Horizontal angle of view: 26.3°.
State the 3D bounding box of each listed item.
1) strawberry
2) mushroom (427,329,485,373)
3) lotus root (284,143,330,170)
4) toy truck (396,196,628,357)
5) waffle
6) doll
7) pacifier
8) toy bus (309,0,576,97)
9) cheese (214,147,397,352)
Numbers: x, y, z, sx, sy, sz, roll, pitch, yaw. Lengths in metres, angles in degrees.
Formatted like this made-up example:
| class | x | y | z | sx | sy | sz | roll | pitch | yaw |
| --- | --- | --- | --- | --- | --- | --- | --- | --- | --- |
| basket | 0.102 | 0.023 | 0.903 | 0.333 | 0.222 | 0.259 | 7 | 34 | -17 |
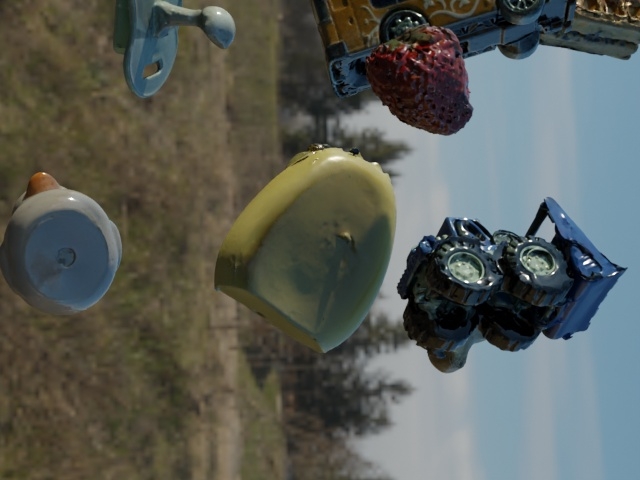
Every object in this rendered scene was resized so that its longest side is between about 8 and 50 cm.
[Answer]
| class | x | y | z | sx | sy | sz | roll | pitch | yaw |
| --- | --- | --- | --- | --- | --- | --- | --- | --- | --- |
| strawberry | 0.085 | -0.128 | 1.108 | 0.096 | 0.083 | 0.083 | 50 | 0 | -4 |
| mushroom | 0.245 | 0.134 | 2.067 | 0.054 | 0.202 | 0.059 | 59 | -28 | -3 |
| lotus root | -0.027 | -0.089 | 2.261 | 0.090 | 0.077 | 0.183 | 73 | 25 | -46 |
| toy truck | 0.185 | 0.035 | 1.369 | 0.113 | 0.208 | 0.126 | 112 | -28 | -47 |
| waffle | 0.376 | -0.434 | 2.066 | 0.091 | 0.213 | 0.308 | -42 | -129 | 51 |
| doll | -0.467 | 0.005 | 2.411 | 0.221 | 0.221 | 0.251 | -102 | 179 | -79 |
| pacifier | -0.132 | -0.204 | 1.284 | 0.127 | 0.117 | 0.150 | -36 | 135 | -70 |
| toy bus | 0.148 | -0.317 | 1.758 | 0.162 | 0.324 | 0.194 | 64 | 10 | -76 |
| cheese | 0.000 | 0.000 | 2.136 | 0.315 | 0.259 | 0.128 | -58 | -155 | -15 |
